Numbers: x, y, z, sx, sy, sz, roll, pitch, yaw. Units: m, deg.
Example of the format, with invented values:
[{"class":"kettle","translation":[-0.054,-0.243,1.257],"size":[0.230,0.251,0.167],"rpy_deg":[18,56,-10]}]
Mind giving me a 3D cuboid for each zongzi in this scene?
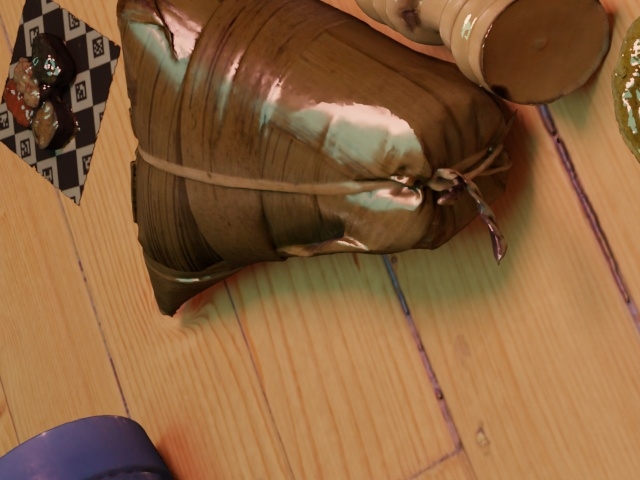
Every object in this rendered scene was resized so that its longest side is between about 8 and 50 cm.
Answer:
[{"class":"zongzi","translation":[0.015,-0.010,1.715],"size":[0.500,0.218,0.467],"rpy_deg":[30,139,31]}]

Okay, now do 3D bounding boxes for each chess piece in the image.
[{"class":"chess piece","translation":[0.116,-0.231,1.583],"size":[0.307,0.139,0.124],"rpy_deg":[36,158,47]}]

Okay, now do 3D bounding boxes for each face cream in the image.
[{"class":"face cream","translation":[-0.260,0.360,1.921],"size":[0.225,0.249,0.249],"rpy_deg":[54,127,28]}]

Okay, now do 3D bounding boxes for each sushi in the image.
[{"class":"sushi","translation":[-0.365,-0.191,2.169],"size":[0.231,0.047,0.220],"rpy_deg":[36,116,41]}]

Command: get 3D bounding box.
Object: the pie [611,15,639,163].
[{"class":"pie","translation":[0.361,-0.132,1.329],"size":[0.277,0.078,0.277],"rpy_deg":[-9,75,38]}]
